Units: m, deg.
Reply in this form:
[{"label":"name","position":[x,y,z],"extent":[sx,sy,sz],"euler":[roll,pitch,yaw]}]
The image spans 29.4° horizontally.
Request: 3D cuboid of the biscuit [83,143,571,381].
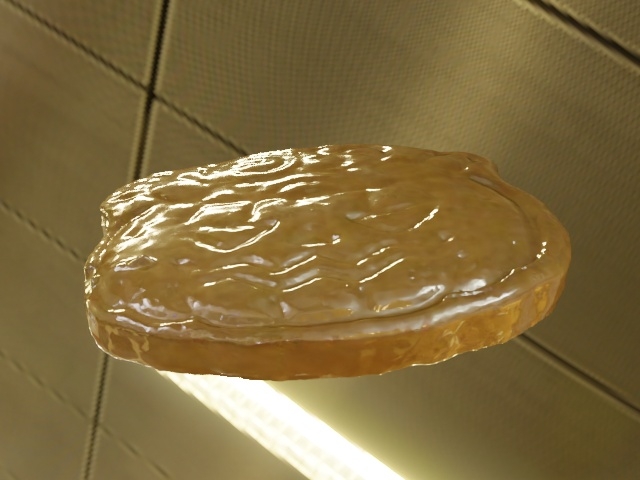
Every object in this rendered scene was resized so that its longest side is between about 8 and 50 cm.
[{"label":"biscuit","position":[0.000,-0.002,1.006],"extent":[0.385,0.365,0.062],"euler":[-7,-64,-4]}]
